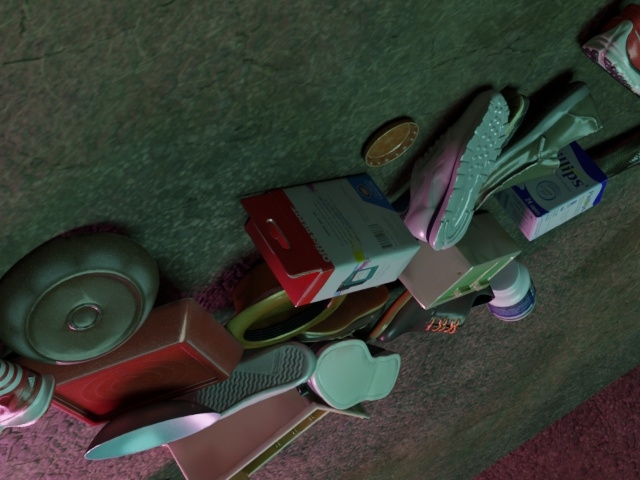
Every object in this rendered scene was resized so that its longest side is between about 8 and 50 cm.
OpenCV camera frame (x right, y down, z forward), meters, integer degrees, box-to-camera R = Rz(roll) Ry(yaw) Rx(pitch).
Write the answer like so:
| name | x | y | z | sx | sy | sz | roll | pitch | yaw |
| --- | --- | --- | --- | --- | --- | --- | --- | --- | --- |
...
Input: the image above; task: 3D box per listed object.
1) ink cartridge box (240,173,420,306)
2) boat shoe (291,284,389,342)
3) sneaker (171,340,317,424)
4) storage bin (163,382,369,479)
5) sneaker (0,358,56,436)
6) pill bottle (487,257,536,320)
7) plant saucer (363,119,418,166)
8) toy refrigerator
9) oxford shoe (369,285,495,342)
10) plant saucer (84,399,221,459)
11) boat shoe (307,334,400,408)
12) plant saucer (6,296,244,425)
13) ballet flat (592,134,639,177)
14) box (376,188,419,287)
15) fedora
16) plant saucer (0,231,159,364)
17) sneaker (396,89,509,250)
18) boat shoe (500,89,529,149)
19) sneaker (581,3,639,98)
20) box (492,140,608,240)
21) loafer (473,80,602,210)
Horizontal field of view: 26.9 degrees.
| name | x | y | z | sx | sy | sz | roll | pitch | yaw |
| --- | --- | --- | --- | --- | --- | --- | --- | --- | --- |
| ink cartridge box | 0.000 | 0.000 | 1.721 | 0.231 | 0.134 | 0.078 | -12 | 148 | -42 |
| boat shoe | 0.021 | 0.122 | 2.064 | 0.207 | 0.073 | 0.073 | -14 | 147 | -41 |
| sneaker | -0.124 | 0.212 | 1.980 | 0.256 | 0.094 | 0.151 | -14 | 172 | 7 |
| storage bin | -0.085 | 0.321 | 2.244 | 0.262 | 0.123 | 0.260 | -40 | 156 | 11 |
| sneaker | -0.429 | 0.187 | 1.608 | 0.221 | 0.087 | 0.128 | -32 | 129 | 31 |
| pill bottle | 0.328 | 0.079 | 2.373 | 0.094 | 0.094 | 0.169 | -36 | 157 | 2 |
| plant saucer | 0.091 | -0.129 | 1.749 | 0.083 | 0.013 | 0.083 | -30 | 156 | -14 |
| toy refrigerator | 0.216 | 0.031 | 2.060 | 0.102 | 0.094 | 0.269 | -44 | 168 | 20 |
| oxford shoe | 0.188 | 0.109 | 2.179 | 0.271 | 0.098 | 0.097 | -30 | 165 | -39 |
| plant saucer | -0.234 | 0.253 | 1.839 | 0.195 | 0.037 | 0.195 | -17 | 166 | -4 |
| boat shoe | 0.031 | 0.205 | 2.194 | 0.319 | 0.099 | 0.116 | 15 | 94 | -65 |
| plant saucer | -0.245 | 0.170 | 1.741 | 0.259 | 0.048 | 0.258 | -19 | 158 | 6 |
| ballet flat | 0.478 | -0.134 | 2.229 | 0.250 | 0.058 | 0.084 | -21 | 176 | -17 |
| box | 0.126 | -0.017 | 1.990 | 0.225 | 0.036 | 0.136 | -44 | 156 | 17 |
| fedora | -0.057 | 0.076 | 1.850 | 0.194 | 0.079 | 0.194 | -22 | 157 | -10 |
| plant saucer | -0.275 | 0.078 | 1.543 | 0.198 | 0.036 | 0.198 | -16 | 136 | -17 |
| sneaker | 0.177 | -0.106 | 1.833 | 0.090 | 0.095 | 0.235 | 4 | 116 | -49 |
| boat shoe | 0.239 | -0.143 | 1.869 | 0.049 | 0.056 | 0.152 | 3 | 137 | -48 |
| sneaker | 0.472 | -0.264 | 1.902 | 0.118 | 0.107 | 0.279 | -51 | 156 | 13 |
| box | 0.337 | -0.090 | 2.018 | 0.137 | 0.126 | 0.072 | -28 | 155 | -17 |
| loafer | 0.302 | -0.120 | 1.924 | 0.251 | 0.087 | 0.094 | -40 | -171 | 10 |
